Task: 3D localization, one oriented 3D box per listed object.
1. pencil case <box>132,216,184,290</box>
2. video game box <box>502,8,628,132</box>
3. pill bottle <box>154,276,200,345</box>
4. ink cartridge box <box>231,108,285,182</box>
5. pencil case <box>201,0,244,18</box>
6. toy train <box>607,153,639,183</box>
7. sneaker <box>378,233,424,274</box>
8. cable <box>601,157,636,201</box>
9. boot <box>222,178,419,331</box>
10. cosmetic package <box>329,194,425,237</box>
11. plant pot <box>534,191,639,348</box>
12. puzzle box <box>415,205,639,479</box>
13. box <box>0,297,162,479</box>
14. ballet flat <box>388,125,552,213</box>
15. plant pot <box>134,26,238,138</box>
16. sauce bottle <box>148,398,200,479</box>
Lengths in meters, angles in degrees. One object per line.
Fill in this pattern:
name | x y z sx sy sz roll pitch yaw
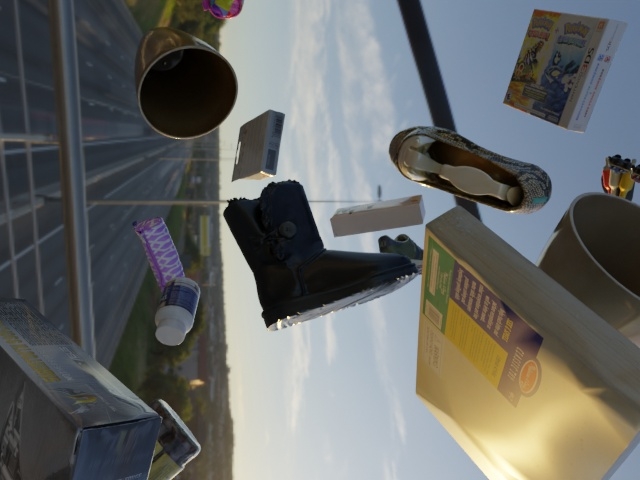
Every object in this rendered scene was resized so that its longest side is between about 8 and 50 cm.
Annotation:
pencil case | -0.454 0.033 1.584 0.088 0.087 0.206 -71 148 -59
video game box | 0.435 -0.315 1.026 0.205 0.048 0.187 -124 -136 -59
pill bottle | -0.257 0.127 1.003 0.120 0.067 0.067 -91 -172 -53
ink cartridge box | -0.145 -0.206 1.284 0.179 0.045 0.145 -6 -105 62
pencil case | -0.247 -0.686 1.501 0.104 0.105 0.236 103 -7 -47
toy train | 0.676 -0.139 1.185 0.027 0.158 0.036 -66 180 -47
sneaker | 0.188 0.024 1.163 0.064 0.192 0.086 -34 -113 38
cable | 0.812 -0.092 1.558 0.139 0.072 0.287 -140 -129 -74
boot | 0.000 0.000 0.821 0.094 0.247 0.207 108 -36 -68
cosmetic package | 0.153 -0.066 1.493 0.099 0.239 0.060 -59 138 -65
plant pot | 0.456 0.105 0.954 0.274 0.257 0.256 115 -27 -43
puzzle box | 0.224 0.181 0.671 0.272 0.052 0.408 48 -21 36
box | -0.214 0.162 0.401 0.231 0.056 0.182 20 -82 41
ballet flat | 0.335 -0.187 1.428 0.483 0.182 0.163 27 -64 35
plant pot | -0.360 -0.417 1.382 0.254 0.237 0.237 54 -33 39
sauce bottle | -0.336 0.372 0.788 0.111 0.344 0.111 47 -18 20
